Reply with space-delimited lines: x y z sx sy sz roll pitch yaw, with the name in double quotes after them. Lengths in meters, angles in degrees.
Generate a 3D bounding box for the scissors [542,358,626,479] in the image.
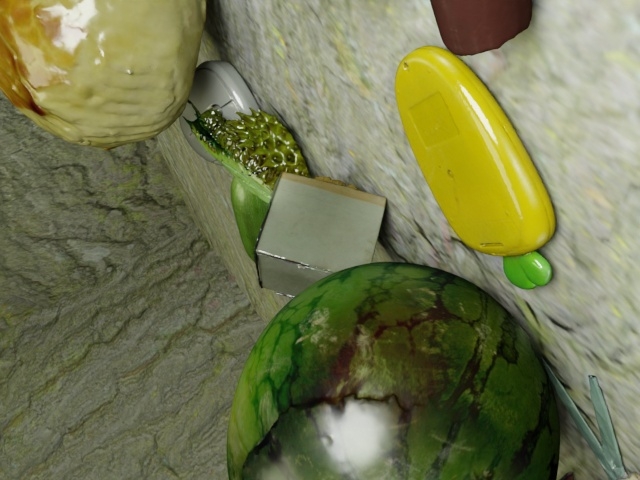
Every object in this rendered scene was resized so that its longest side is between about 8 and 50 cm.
0.294 0.232 0.626 0.247 0.017 0.144 62 165 -7 "scissors"

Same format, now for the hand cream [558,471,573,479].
0.304 0.420 0.816 0.078 0.124 0.340 40 162 47 "hand cream"

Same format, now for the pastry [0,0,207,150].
-0.348 -0.334 0.937 0.388 0.313 0.388 -175 90 -67 "pastry"

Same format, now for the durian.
-0.097 -0.135 1.011 0.375 0.107 0.132 44 166 23 "durian"

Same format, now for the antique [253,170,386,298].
0.000 0.000 0.837 0.152 0.147 0.146 15 159 4 "antique"

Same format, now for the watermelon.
0.070 0.191 0.635 0.363 0.363 0.363 54 166 21 "watermelon"

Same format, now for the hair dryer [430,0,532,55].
0.129 -0.181 0.213 0.340 0.123 0.312 31 162 42 "hair dryer"

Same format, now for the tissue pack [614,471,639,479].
0.303 0.368 0.566 0.256 0.123 0.215 47 144 20 "tissue pack"

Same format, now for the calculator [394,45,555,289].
0.133 -0.057 0.541 0.234 0.032 0.146 62 167 -5 "calculator"

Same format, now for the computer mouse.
-0.202 -0.230 1.184 0.184 0.121 0.297 63 167 -11 "computer mouse"

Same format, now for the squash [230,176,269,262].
-0.132 -0.042 1.365 0.107 0.107 0.395 52 163 26 "squash"
